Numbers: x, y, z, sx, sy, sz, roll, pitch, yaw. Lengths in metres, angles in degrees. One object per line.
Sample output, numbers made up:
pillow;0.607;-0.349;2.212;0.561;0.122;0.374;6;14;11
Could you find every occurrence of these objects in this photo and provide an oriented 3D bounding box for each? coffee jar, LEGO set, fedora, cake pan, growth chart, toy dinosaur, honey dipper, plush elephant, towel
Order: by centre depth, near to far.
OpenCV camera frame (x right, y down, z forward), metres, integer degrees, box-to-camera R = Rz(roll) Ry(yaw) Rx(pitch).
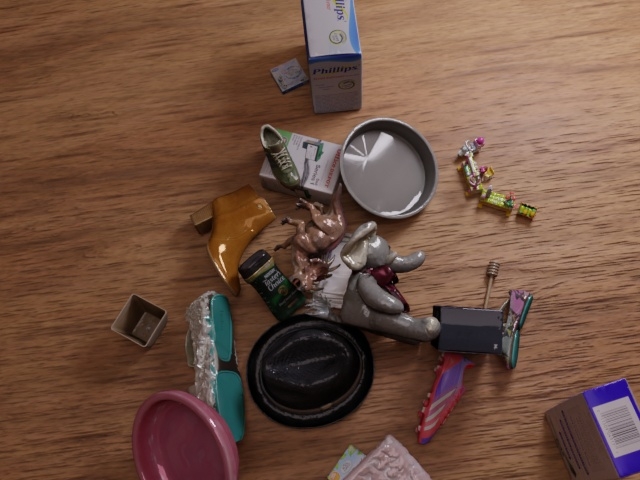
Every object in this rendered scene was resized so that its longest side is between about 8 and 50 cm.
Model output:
towel;0.165;0.683;1.653;0.317;0.053;0.332;-41;83;-11
plush elephant;0.149;0.101;1.764;0.330;0.272;0.255;14;80;7
fedora;-0.031;0.312;1.778;0.334;0.152;0.333;-1;69;3
coffee jar;-0.129;0.115;1.860;0.096;0.079;0.184;-43;99;-19
honey dipper;0.447;0.133;1.879;0.031;0.030;0.160;14;73;9
toy dinosaur;0.000;0.000;1.883;0.200;0.127;0.295;38;79;18
growth chart;0.055;0.079;1.929;0.172;0.021;0.237;15;71;10
LEGO set;0.474;-0.161;1.946;0.132;0.107;0.287;-33;71;-8
cake pan;0.184;-0.195;1.958;0.293;0.054;0.293;4;76;-17

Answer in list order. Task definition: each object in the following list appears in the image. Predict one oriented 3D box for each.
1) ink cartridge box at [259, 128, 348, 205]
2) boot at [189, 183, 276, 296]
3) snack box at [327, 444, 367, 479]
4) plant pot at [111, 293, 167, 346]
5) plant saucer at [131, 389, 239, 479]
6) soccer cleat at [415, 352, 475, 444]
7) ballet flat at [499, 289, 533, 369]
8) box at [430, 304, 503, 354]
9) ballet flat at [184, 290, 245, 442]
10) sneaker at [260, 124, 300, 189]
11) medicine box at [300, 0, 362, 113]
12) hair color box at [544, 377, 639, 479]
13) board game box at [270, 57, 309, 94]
ink cartridge box;-0.041;-0.207;2.004;0.220;0.092;0.160;15;72;10
boot;-0.214;-0.010;1.937;0.211;0.104;0.295;-26;66;-6
snack box;0.102;0.583;1.728;0.141;0.037;0.100;34;74;13
plant pot;-0.466;0.221;1.870;0.109;0.096;0.109;26;74;12
plant saucer;-0.311;0.511;1.682;0.332;0.084;0.331;7;102;35
soccer cleat;0.310;0.396;1.766;0.095;0.083;0.248;20;69;6
ballet flat;0.487;0.226;1.826;0.079;0.077;0.221;9;64;27
box;0.359;0.219;1.749;0.153;0.207;0.108;3;85;3
ballet flat;-0.280;0.333;1.817;0.147;0.147;0.408;-8;66;1
sneaker;-0.117;-0.233;1.922;0.064;0.086;0.192;-26;70;-4
medicine box;0.032;-0.552;2.023;0.149;0.289;0.263;-7;69;1
hair color box;0.623;0.438;1.588;0.110;0.339;0.185;-16;69;-4
board game box;-0.095;-0.501;2.156;0.090;0.020;0.090;-26;71;-6
